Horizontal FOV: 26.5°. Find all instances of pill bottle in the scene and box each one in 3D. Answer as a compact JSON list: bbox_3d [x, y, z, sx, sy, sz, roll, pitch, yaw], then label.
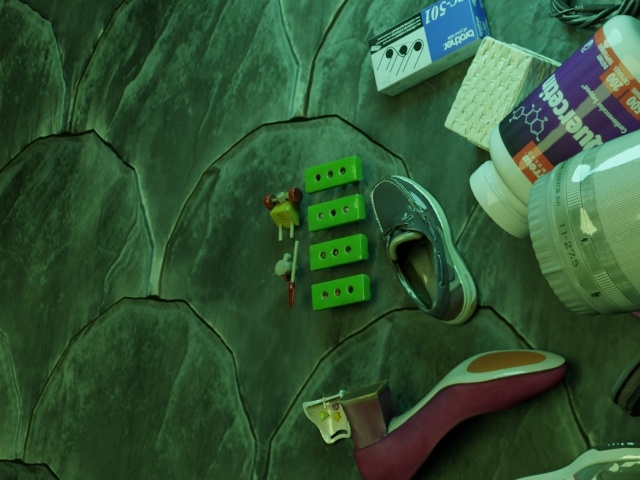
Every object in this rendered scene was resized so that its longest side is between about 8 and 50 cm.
[{"bbox_3d":[0.365,-0.149,1.907,0.323,0.182,0.181,-44,55,25],"label":"pill bottle"}]

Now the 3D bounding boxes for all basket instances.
[{"bbox_3d":[0.276,-0.214,2.051,0.113,0.103,0.167,32,101,40],"label":"basket"}]

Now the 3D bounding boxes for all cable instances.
[{"bbox_3d":[0.418,-0.380,2.009,0.184,0.047,0.150,-37,63,24],"label":"cable"}]

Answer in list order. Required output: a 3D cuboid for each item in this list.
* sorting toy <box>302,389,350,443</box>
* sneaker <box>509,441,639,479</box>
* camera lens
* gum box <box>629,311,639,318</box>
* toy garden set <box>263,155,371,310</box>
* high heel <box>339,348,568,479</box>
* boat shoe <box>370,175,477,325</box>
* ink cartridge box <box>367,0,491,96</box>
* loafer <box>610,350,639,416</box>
[{"bbox_3d":[0.022,0.289,2.209,0.083,0.045,0.075,-23,74,36],"label":"sorting toy"},{"bbox_3d":[0.347,0.387,1.818,0.295,0.124,0.178,-32,42,41],"label":"sneaker"},{"bbox_3d":[0.429,-0.034,1.714,0.274,0.219,0.219,-21,67,36],"label":"camera lens"},{"bbox_3d":[0.477,0.030,1.849,0.107,0.062,0.188,37,104,40],"label":"gum box"},{"bbox_3d":[0.000,0.000,2.288,0.204,0.049,0.244,-14,73,37],"label":"toy garden set"},{"bbox_3d":[0.215,0.276,2.027,0.377,0.127,0.181,-16,99,34],"label":"high heel"},{"bbox_3d":[0.147,0.006,2.123,0.103,0.092,0.285,-42,56,27],"label":"boat shoe"},{"bbox_3d":[0.175,-0.320,2.202,0.207,0.046,0.097,-25,66,35],"label":"ink cartridge box"},{"bbox_3d":[0.508,0.136,1.774,0.302,0.109,0.095,-48,58,19],"label":"loafer"}]
